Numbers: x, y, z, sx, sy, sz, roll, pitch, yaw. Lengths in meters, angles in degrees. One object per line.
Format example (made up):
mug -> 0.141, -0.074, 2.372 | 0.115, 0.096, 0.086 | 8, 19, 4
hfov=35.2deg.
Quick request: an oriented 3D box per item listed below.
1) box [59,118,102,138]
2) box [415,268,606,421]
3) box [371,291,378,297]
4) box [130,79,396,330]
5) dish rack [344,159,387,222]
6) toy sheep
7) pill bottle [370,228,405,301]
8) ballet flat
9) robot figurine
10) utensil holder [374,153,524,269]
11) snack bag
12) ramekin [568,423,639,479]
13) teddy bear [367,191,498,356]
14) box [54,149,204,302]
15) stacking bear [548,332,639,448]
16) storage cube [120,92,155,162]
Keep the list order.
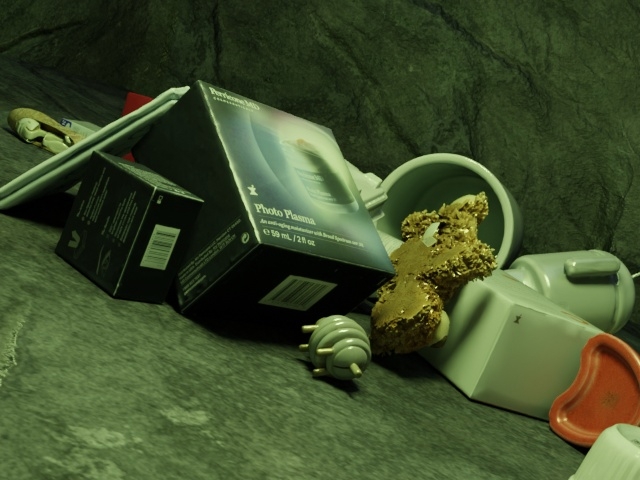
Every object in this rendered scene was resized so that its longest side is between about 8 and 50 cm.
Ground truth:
box -> -0.499, -0.211, 2.239 | 0.137, 0.072, 0.126 | 23, 8, 10
box -> 0.285, 0.149, 1.723 | 0.215, 0.168, 0.345 | 19, 9, -25
box -> 0.015, 0.022, 1.867 | 0.183, 0.056, 0.231 | 3, 28, -43
box -> -0.085, -0.043, 1.493 | 0.296, 0.183, 0.294 | 14, 44, -47
dish rack -> 0.004, -0.138, 2.042 | 0.286, 0.072, 0.333 | 35, 15, 8
toy sheep -> 0.024, 0.146, 1.355 | 0.091, 0.091, 0.132 | 18, 24, -31
pill bottle -> 0.149, 0.067, 1.999 | 0.229, 0.131, 0.131 | 26, 9, 23
ballet flat -> -0.583, -0.224, 2.138 | 0.206, 0.073, 0.067 | 20, 22, 9
robot figurine -> 0.552, 0.126, 2.265 | 0.354, 0.300, 0.199 | -5, 61, -19
utensil holder -> 0.312, -0.030, 2.399 | 0.328, 0.327, 0.385 | 25, 7, 15
snack bag -> -0.338, -0.155, 1.629 | 0.037, 0.323, 0.342 | 59, 6, -5
ramekin -> 0.416, 0.312, 1.243 | 0.207, 0.109, 0.207 | 22, 9, -4
teddy bear -> 0.182, 0.056, 1.627 | 0.113, 0.245, 0.338 | 51, 25, -24
box -> -0.262, -0.019, 1.376 | 0.158, 0.155, 0.093 | 29, 10, 40
stacking bear -> 0.531, 0.286, 1.586 | 0.289, 0.175, 0.164 | 26, 3, -33
storage cube -> -0.313, -0.190, 2.160 | 0.193, 0.214, 0.184 | 21, 6, 37
